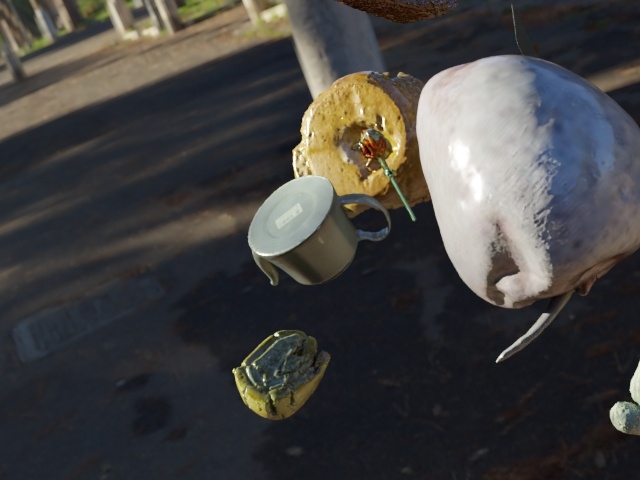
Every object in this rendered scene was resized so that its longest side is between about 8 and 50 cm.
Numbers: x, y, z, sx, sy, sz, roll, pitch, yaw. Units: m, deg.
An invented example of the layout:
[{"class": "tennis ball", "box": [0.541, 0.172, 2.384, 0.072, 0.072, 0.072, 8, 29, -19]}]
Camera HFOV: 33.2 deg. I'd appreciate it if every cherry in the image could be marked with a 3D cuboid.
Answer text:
[{"class": "cherry", "box": [0.269, -0.073, 1.361, 0.291, 0.335, 0.326, -29, 18, 12]}]

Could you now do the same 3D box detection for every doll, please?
[{"class": "doll", "box": [0.481, 0.186, 1.464, 0.214, 0.103, 0.071, -48, 6, -12]}]

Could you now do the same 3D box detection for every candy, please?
[{"class": "candy", "box": [0.119, -0.111, 1.822, 0.049, 0.185, 0.055, -31, -16, 8]}]

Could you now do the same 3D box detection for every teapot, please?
[{"class": "teapot", "box": [0.000, 0.000, 1.705, 0.239, 0.149, 0.162, -27, 36, 19]}]

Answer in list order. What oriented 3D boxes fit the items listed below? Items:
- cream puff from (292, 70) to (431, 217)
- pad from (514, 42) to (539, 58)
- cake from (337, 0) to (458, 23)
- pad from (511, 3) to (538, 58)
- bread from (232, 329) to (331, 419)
[{"class": "cream puff", "box": [0.119, -0.193, 2.276, 0.343, 0.327, 0.231, -54, -20, 16]}, {"class": "pad", "box": [0.412, -0.345, 2.365, 0.193, 0.116, 0.004, -29, 35, -17]}, {"class": "cake", "box": [0.079, -0.444, 1.807, 0.295, 0.116, 0.113, 11, -12, -20]}, {"class": "pad", "box": [0.399, -0.359, 2.054, 0.003, 0.143, 0.211, -23, 26, 20]}, {"class": "bread", "box": [-0.060, 0.204, 1.682, 0.117, 0.064, 0.156, 27, 53, 21]}]
